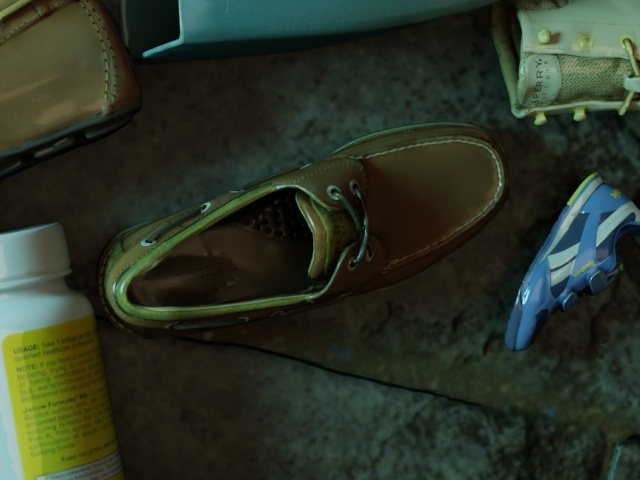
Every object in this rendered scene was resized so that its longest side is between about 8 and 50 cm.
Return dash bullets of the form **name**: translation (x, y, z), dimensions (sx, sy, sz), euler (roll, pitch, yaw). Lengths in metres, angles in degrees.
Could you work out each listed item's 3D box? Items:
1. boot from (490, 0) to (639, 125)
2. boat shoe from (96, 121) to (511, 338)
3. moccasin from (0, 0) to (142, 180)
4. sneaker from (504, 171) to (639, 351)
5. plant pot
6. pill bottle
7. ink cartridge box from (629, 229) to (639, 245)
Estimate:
- **boot**: translation (0.234, -0.106, 1.049), dimensions (0.204, 0.262, 0.095), euler (-5, 126, -10)
- **boat shoe**: translation (0.000, 0.000, 1.067), dimensions (0.307, 0.104, 0.110), euler (-22, 96, -10)
- **moccasin**: translation (-0.304, -0.070, 0.985), dimensions (0.380, 0.139, 0.147), euler (-26, 94, -9)
- **sneaker**: translation (0.182, 0.023, 1.126), dimensions (0.059, 0.053, 0.144), euler (32, 86, 8)
- **plant pot**: translation (-0.003, -0.205, 1.037), dimensions (0.234, 0.165, 0.165), euler (-2, 92, -19)
- **pill bottle**: translation (-0.198, 0.098, 1.022), dimensions (0.119, 0.119, 0.208), euler (-10, 94, -11)
- **ink cartridge box**: translation (0.318, -0.020, 1.140), dimensions (0.143, 0.092, 0.090), euler (-43, 99, -9)
